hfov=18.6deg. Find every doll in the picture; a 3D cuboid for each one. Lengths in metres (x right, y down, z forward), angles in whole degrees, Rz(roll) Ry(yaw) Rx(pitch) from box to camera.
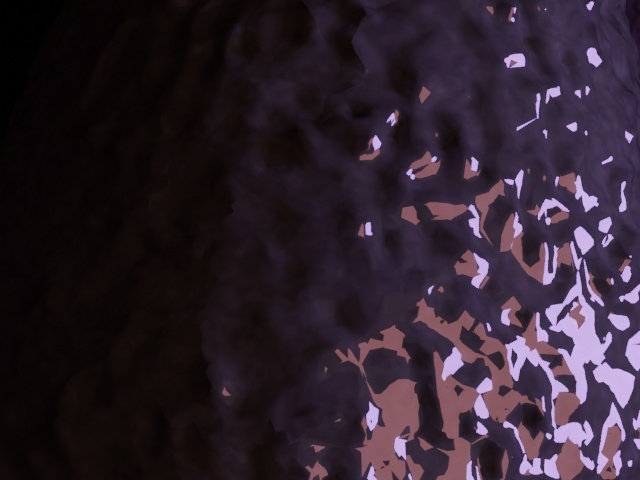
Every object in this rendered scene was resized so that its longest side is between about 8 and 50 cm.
[{"bbox_3d":[0.000,0.000,0.620,0.247,0.247,0.349,18,71,-46],"label":"doll"}]
